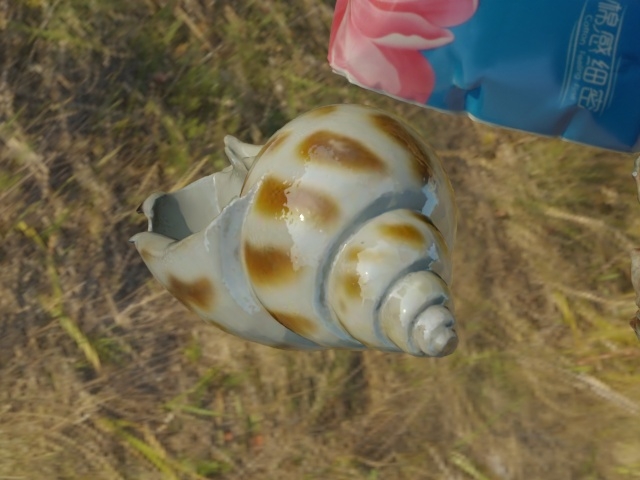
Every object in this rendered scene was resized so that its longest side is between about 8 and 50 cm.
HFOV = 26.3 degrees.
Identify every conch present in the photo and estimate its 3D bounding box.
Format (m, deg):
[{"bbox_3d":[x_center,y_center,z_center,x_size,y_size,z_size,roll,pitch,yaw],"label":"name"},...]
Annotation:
[{"bbox_3d":[0.000,0.000,0.858,0.183,0.275,0.148,-42,106,-8],"label":"conch"}]

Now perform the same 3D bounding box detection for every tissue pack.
[{"bbox_3d":[0.140,-0.195,0.748,0.209,0.269,0.137,13,31,-12],"label":"tissue pack"}]

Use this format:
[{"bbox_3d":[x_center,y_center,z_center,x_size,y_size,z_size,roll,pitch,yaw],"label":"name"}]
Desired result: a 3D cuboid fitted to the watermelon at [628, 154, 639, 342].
[{"bbox_3d":[0.292,0.042,0.719,0.264,0.151,0.302,-45,103,-18],"label":"watermelon"}]
